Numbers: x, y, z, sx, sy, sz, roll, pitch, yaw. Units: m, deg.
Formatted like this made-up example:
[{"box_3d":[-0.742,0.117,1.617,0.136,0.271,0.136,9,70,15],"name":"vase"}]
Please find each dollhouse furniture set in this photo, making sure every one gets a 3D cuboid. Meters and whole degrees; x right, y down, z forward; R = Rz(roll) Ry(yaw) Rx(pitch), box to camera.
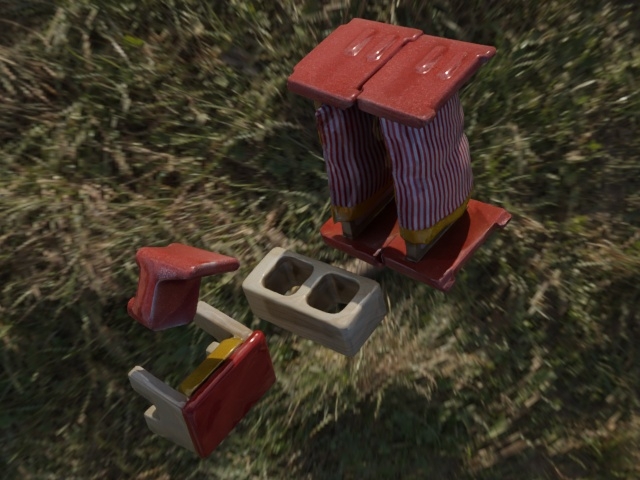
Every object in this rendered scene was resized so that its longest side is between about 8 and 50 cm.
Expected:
[{"box_3d":[0.000,0.000,1.108,0.152,0.201,0.374,20,52,32],"name":"dollhouse furniture set"}]
